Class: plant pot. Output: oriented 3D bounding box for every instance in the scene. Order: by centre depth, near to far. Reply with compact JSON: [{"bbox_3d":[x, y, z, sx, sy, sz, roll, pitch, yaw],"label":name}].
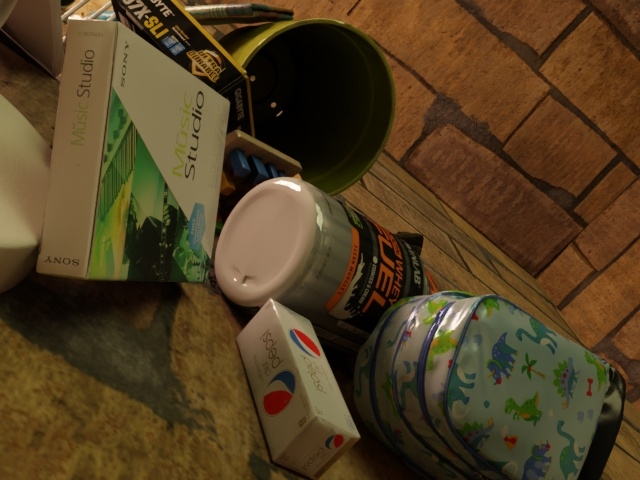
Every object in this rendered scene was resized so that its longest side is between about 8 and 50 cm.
[{"bbox_3d":[-0.085,-0.311,1.743,0.366,0.366,0.353,32,6,-34],"label":"plant pot"}]

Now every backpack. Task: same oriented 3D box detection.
[{"bbox_3d":[0.218,0.207,1.078,0.355,0.290,0.273,31,-17,-5],"label":"backpack"}]

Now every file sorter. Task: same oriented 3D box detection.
[{"bbox_3d":[-0.404,-0.416,1.206,0.193,0.173,0.278,42,-22,-1],"label":"file sorter"}]

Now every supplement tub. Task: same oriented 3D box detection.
[{"bbox_3d":[0.022,0.052,1.166,0.316,0.193,0.193,28,20,-44],"label":"supplement tub"}]

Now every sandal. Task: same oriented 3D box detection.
[{"bbox_3d":[0.193,0.017,2.011,0.060,0.090,0.219,25,11,31],"label":"sandal"}]

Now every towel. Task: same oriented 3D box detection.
[{"bbox_3d":[-0.269,-0.468,1.727,0.370,0.040,0.271,2,14,17],"label":"towel"}]

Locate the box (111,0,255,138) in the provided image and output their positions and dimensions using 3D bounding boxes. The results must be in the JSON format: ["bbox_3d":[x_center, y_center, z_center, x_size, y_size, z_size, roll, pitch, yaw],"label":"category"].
[{"bbox_3d":[-0.214,-0.240,1.340,0.257,0.079,0.322,48,-17,18],"label":"box"}]

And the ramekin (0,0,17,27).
[{"bbox_3d":[-0.468,-0.329,0.986,0.109,0.207,0.207,36,13,10],"label":"ramekin"}]

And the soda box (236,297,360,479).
[{"bbox_3d":[-0.031,0.164,0.936,0.069,0.074,0.216,34,16,-31],"label":"soda box"}]

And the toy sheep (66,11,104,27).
[{"bbox_3d":[-0.402,-0.351,1.465,0.132,0.091,0.091,46,14,-5],"label":"toy sheep"}]

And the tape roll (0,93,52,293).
[{"bbox_3d":[-0.408,-0.106,0.740,0.392,0.072,0.392,39,15,-13],"label":"tape roll"}]

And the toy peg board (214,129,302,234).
[{"bbox_3d":[-0.123,-0.067,1.238,0.161,0.160,0.079,22,40,-54],"label":"toy peg board"}]

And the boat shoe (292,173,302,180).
[{"bbox_3d":[-0.066,-0.022,1.378,0.277,0.098,0.096,-92,167,-57],"label":"boat shoe"}]

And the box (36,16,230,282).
[{"bbox_3d":[-0.181,-0.073,0.867,0.058,0.232,0.322,6,-2,13],"label":"box"}]

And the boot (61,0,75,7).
[{"bbox_3d":[-0.596,-0.565,1.586,0.176,0.088,0.244,48,7,24],"label":"boot"}]

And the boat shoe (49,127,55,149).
[{"bbox_3d":[-0.230,-0.116,0.992,0.113,0.103,0.302,15,-9,0],"label":"boat shoe"}]
